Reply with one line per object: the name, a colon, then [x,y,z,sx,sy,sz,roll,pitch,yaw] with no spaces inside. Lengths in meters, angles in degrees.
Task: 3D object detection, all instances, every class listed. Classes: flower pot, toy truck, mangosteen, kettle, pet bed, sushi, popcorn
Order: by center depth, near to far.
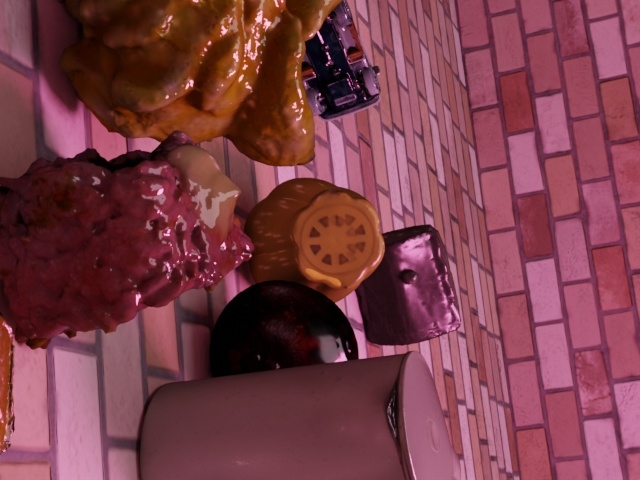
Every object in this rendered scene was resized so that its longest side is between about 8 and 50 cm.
sushi: [-0.186,-0.013,1.165,0.270,0.236,0.171,-26,96,-68]
popcorn: [-0.120,-0.219,1.331,0.326,0.321,0.290,61,18,2]
kettle: [-0.014,0.264,1.383,0.205,0.318,0.265,-77,150,-54]
mangosteen: [-0.044,0.146,1.553,0.210,0.210,0.210,-10,90,-72]
flower pot: [0.000,0.000,1.682,0.179,0.195,0.195,169,-89,-75]
toy truck: [-0.001,-0.372,2.081,0.162,0.136,0.305,-92,160,-53]
pet bed: [0.161,0.089,2.229,0.159,0.183,0.211,-43,120,-72]

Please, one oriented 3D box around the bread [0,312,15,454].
bread: [-0.309,0.112,0.966,0.128,0.069,0.140,14,70,-69]
